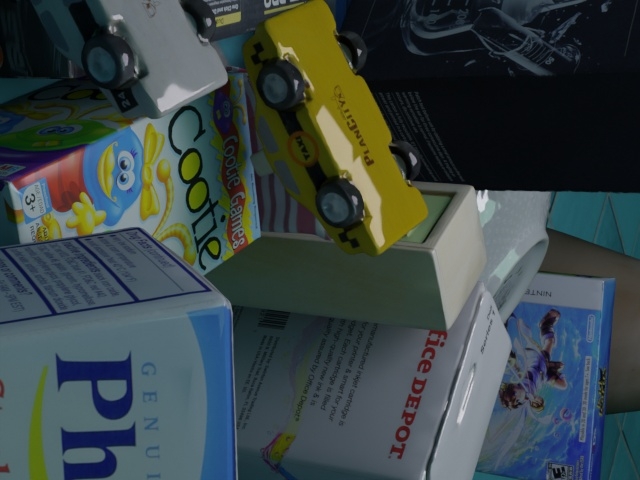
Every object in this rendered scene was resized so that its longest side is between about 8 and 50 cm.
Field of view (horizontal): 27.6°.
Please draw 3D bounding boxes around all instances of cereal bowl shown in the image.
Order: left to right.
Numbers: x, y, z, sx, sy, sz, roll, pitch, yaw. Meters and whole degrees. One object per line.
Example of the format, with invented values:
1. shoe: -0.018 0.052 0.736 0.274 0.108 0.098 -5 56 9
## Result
1. cereal bowl: 0.152 0.023 1.444 0.339 0.141 0.339 -48 160 -24

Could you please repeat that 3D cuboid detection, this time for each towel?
1. towel: -0.076 -0.072 1.074 0.029 0.197 0.144 -42 131 -52

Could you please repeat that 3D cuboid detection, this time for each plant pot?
1. plant pot: 0.361 0.127 1.864 0.323 0.280 0.323 -18 111 -59

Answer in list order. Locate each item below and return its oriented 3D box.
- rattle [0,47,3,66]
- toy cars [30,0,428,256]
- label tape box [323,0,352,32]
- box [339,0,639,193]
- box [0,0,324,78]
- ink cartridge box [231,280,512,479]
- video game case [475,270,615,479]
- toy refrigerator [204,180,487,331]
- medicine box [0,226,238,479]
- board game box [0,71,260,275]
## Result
1. rattle: -0.259 -0.231 0.876 0.130 0.143 0.199 -31 145 -19
2. toy cars: -0.075 -0.119 0.906 0.394 0.087 0.176 32 52 -36
3. label tape box: 0.061 -0.186 1.413 0.348 0.115 0.249 -21 113 -62
4. box: 0.214 -0.229 1.241 0.179 0.312 0.343 57 44 -48
5. box: -0.126 -0.315 1.045 0.395 0.097 0.318 -31 120 -57
6. ink cartridge box: 0.013 0.135 1.197 0.117 0.278 0.201 57 47 -50
7. video game case: 0.245 0.170 1.684 0.061 0.244 0.269 -1 96 -61
8. toy refrigerator: 0.000 0.000 1.155 0.102 0.269 0.094 -53 139 -44
9. medicine box: -0.205 0.152 0.745 0.289 0.149 0.263 -9 109 -24
10. board game box: -0.177 -0.025 0.949 0.275 0.142 0.144 -38 128 -54
